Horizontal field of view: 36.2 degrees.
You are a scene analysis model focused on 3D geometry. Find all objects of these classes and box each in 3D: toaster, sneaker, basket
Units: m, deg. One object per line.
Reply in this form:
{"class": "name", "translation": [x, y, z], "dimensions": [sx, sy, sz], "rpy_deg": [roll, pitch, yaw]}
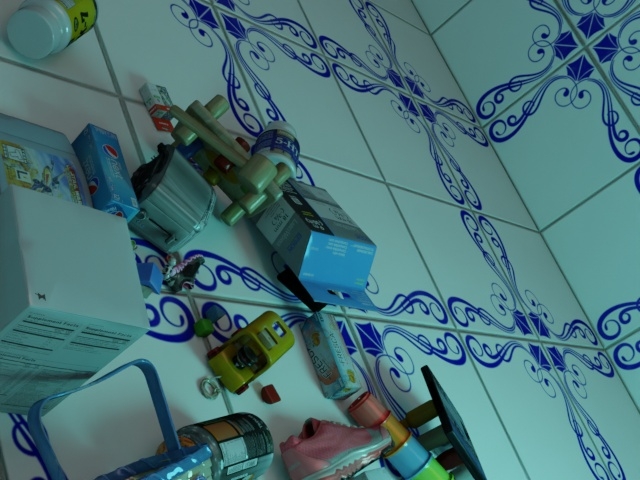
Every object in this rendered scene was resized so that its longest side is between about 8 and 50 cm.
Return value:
{"class": "toaster", "translation": [-0.295, -0.081, 1.914], "dimensions": [0.146, 0.129, 0.227], "rpy_deg": [45, 26, -22]}
{"class": "sneaker", "translation": [0.034, 0.385, 1.866], "dimensions": [0.136, 0.116, 0.314], "rpy_deg": [57, 28, 12]}
{"class": "basket", "translation": [-0.271, 0.327, 1.377], "dimensions": [0.254, 0.201, 0.289], "rpy_deg": [-21, 86, -60]}
{"class": "sneaker", "translation": [-0.257, 0.067, 1.887], "dimensions": [0.057, 0.047, 0.119], "rpy_deg": [57, 35, -2]}

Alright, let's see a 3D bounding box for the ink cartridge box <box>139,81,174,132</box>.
{"class": "ink cartridge box", "translation": [-0.353, -0.294, 2.176], "dimensions": [0.062, 0.029, 0.115], "rpy_deg": [7, 51, -54]}

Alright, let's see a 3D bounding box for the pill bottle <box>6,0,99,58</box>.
{"class": "pill bottle", "translation": [-0.540, -0.446, 1.980], "dimensions": [0.119, 0.119, 0.208], "rpy_deg": [45, 29, -13]}

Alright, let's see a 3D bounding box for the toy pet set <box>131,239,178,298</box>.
{"class": "toy pet set", "translation": [-0.319, 0.039, 1.773], "dimensions": [0.122, 0.065, 0.114], "rpy_deg": [22, 50, -21]}

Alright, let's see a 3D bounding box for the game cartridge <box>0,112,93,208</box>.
{"class": "game cartridge", "translation": [-0.492, -0.089, 1.705], "dimensions": [0.198, 0.062, 0.297], "rpy_deg": [12, 47, -45]}

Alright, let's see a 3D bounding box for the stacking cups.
{"class": "stacking cups", "translation": [0.187, 0.446, 2.048], "dimensions": [0.316, 0.096, 0.096], "rpy_deg": [51, 28, 0]}

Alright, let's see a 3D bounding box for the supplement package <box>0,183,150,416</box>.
{"class": "supplement package", "translation": [-0.411, 0.093, 1.382], "dimensions": [0.198, 0.262, 0.199], "rpy_deg": [19, 42, -46]}

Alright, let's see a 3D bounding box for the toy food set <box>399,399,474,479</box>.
{"class": "toy food set", "translation": [0.260, 0.471, 2.161], "dimensions": [0.232, 0.104, 0.111], "rpy_deg": [56, 8, -32]}

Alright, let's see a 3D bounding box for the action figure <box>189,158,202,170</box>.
{"class": "action figure", "translation": [-0.255, -0.162, 2.174], "dimensions": [0.115, 0.030, 0.038], "rpy_deg": [26, 32, -43]}

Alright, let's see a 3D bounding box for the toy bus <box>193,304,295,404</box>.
{"class": "toy bus", "translation": [-0.129, 0.207, 1.841], "dimensions": [0.191, 0.104, 0.202], "rpy_deg": [27, 36, -39]}

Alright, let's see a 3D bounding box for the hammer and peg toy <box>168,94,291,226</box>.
{"class": "hammer and peg toy", "translation": [-0.185, -0.173, 1.969], "dimensions": [0.266, 0.361, 0.127], "rpy_deg": [47, 72, -6]}

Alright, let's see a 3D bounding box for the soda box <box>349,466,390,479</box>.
{"class": "soda box", "translation": [0.125, 0.546, 1.861], "dimensions": [0.074, 0.069, 0.216], "rpy_deg": [7, 50, -53]}

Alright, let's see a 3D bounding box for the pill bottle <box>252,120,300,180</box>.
{"class": "pill bottle", "translation": [-0.106, -0.207, 2.358], "dimensions": [0.112, 0.112, 0.187], "rpy_deg": [39, 30, -23]}

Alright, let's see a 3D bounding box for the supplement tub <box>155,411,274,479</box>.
{"class": "supplement tub", "translation": [-0.173, 0.350, 1.595], "dimensions": [0.190, 0.117, 0.117], "rpy_deg": [-1, 58, -56]}

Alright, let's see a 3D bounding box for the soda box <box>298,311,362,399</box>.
{"class": "soda box", "translation": [0.020, 0.244, 2.071], "dimensions": [0.063, 0.058, 0.183], "rpy_deg": [15, 44, -48]}

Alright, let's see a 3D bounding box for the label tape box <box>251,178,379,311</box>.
{"class": "label tape box", "translation": [0.000, 0.000, 2.186], "dimensions": [0.240, 0.106, 0.334], "rpy_deg": [13, 30, -50]}

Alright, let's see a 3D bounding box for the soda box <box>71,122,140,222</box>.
{"class": "soda box", "translation": [-0.404, -0.118, 1.826], "dimensions": [0.067, 0.071, 0.210], "rpy_deg": [23, 33, -44]}

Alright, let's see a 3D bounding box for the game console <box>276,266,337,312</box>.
{"class": "game console", "translation": [-0.030, 0.111, 2.159], "dimensions": [0.122, 0.071, 0.107], "rpy_deg": [42, -13, 14]}

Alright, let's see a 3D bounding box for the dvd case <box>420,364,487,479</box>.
{"class": "dvd case", "translation": [0.287, 0.399, 2.111], "dimensions": [0.180, 0.022, 0.253], "rpy_deg": [56, 8, -24]}
